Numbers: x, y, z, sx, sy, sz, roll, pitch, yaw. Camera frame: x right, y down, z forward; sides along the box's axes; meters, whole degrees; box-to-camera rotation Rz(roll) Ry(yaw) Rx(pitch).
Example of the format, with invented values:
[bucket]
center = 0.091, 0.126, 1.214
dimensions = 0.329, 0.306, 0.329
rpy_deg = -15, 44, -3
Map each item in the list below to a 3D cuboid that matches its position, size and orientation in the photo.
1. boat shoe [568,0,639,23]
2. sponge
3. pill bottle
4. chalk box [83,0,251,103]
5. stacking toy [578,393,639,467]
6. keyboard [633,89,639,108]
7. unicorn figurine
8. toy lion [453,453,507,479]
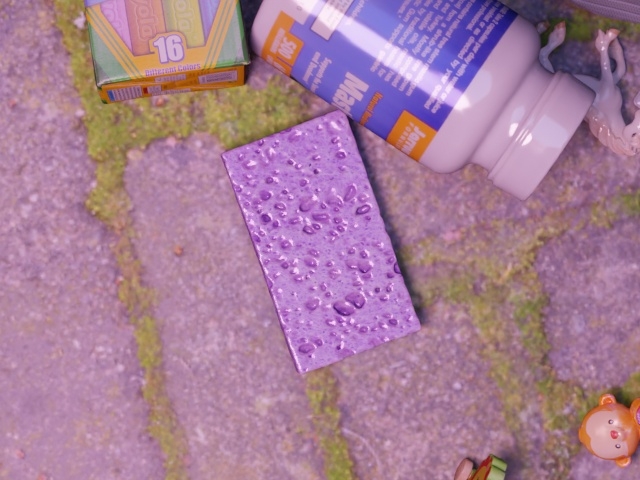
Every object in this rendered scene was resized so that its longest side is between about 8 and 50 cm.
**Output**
[boat shoe]
center = 0.303, -0.237, 1.366
dimensions = 0.226, 0.083, 0.075
rpy_deg = 16, 75, -15
[sponge]
center = 0.000, 0.000, 1.352
dimensions = 0.117, 0.031, 0.210
rpy_deg = -19, 90, -5
[pill bottle]
center = 0.089, -0.151, 1.293
dimensions = 0.272, 0.152, 0.152
rpy_deg = 34, 86, 3
[chalk box]
center = -0.141, -0.235, 1.299
dimensions = 0.132, 0.132, 0.213
rpy_deg = -9, 88, -5
[stacking toy]
center = 0.372, 0.134, 1.334
dimensions = 0.302, 0.166, 0.175
rpy_deg = -15, 93, 10
[keyboard]
center = 0.409, -0.085, 1.397
dimensions = 0.256, 0.014, 0.072
rpy_deg = 33, 91, -2
[unicorn figurine]
center = 0.238, -0.136, 1.366
dimensions = 0.162, 0.060, 0.111
rpy_deg = 7, 88, 12
[toy lion]
center = 0.129, 0.231, 1.323
dimensions = 0.034, 0.096, 0.100
rpy_deg = 28, 87, -3
